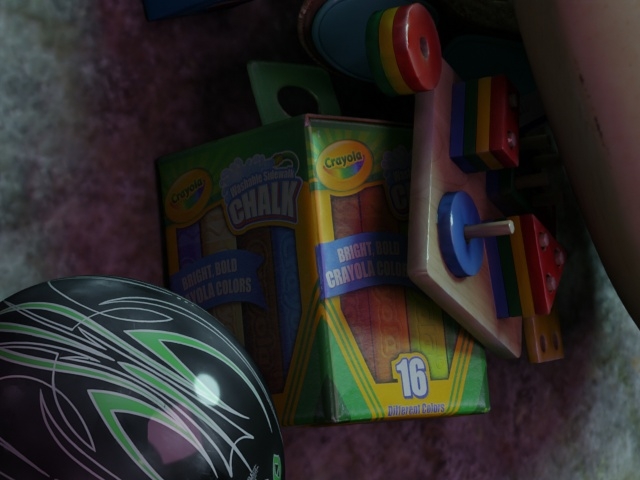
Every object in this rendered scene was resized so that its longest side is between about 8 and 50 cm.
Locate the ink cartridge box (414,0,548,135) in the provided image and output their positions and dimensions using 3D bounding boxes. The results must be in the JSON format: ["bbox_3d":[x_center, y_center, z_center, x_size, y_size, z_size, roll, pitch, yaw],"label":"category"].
[{"bbox_3d":[0.103,-0.229,1.178,0.303,0.072,0.307,-28,104,-43],"label":"ink cartridge box"}]

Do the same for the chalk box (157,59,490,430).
[{"bbox_3d":[0.000,0.000,0.991,0.132,0.132,0.213,0,82,-43],"label":"chalk box"}]

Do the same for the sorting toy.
[{"bbox_3d":[0.102,-0.015,0.969,0.274,0.046,0.132,41,47,-53],"label":"sorting toy"}]

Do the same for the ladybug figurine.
[{"bbox_3d":[0.225,-0.108,1.040,0.449,0.162,0.305,58,24,-44],"label":"ladybug figurine"}]

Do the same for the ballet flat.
[{"bbox_3d":[0.053,-0.128,1.032,0.206,0.073,0.067,11,35,-45],"label":"ballet flat"}]

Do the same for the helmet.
[{"bbox_3d":[-0.105,0.097,0.868,0.169,0.169,0.161,-59,137,-33],"label":"helmet"}]

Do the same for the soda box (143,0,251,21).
[{"bbox_3d":[-0.081,-0.238,1.005,0.071,0.067,0.210,-17,94,-43],"label":"soda box"}]
